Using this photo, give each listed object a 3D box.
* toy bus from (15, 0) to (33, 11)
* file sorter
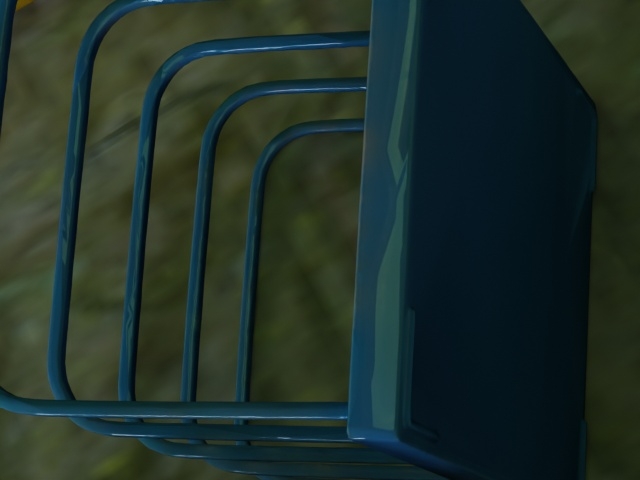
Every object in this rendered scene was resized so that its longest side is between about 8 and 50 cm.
[{"bbox_3d":[-0.171,-0.110,0.594,0.333,0.108,0.130,-28,73,8],"label":"toy bus"},{"bbox_3d":[0.000,0.000,0.486,0.104,0.170,0.118,0,77,20],"label":"file sorter"}]
